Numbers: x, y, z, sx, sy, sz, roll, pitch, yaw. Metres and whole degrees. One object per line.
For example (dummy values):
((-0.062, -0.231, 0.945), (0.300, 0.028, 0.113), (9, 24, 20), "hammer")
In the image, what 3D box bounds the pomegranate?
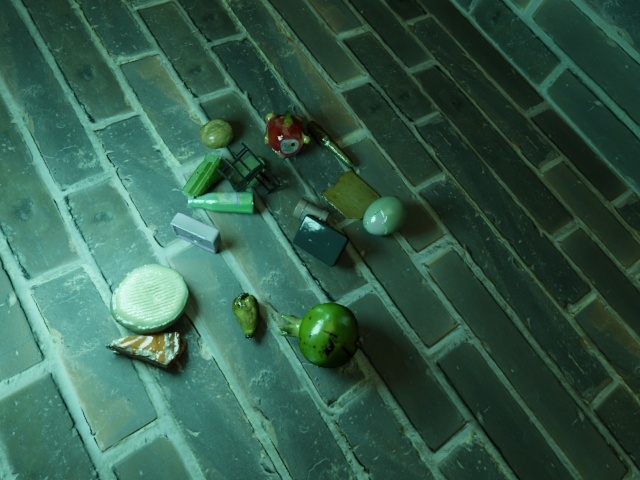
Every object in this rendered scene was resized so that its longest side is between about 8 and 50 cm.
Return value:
((-0.001, 0.369, 1.625), (0.341, 0.260, 0.260), (7, 64, 6), "pomegranate")

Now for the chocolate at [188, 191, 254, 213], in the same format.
((-0.446, -0.174, 1.849), (0.292, 0.110, 0.110), (1, 66, -8), "chocolate")

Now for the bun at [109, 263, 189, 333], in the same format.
((-0.658, 0.233, 1.595), (0.288, 0.146, 0.287), (6, 63, -12), "bun")

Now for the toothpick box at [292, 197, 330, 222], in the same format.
((-0.043, -0.123, 1.907), (0.149, 0.098, 0.098), (27, 64, 1), "toothpick box")

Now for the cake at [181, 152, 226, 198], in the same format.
((-0.534, -0.298, 1.845), (0.100, 0.099, 0.235), (19, 49, 22), "cake")

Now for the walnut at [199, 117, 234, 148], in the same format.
((-0.498, -0.514, 1.965), (0.167, 0.149, 0.166), (3, 39, -3), "walnut")

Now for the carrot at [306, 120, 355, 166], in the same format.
((0.054, -0.495, 2.113), (0.070, 0.070, 0.342), (-40, 80, -24), "carrot")

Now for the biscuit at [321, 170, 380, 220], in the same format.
((0.157, -0.220, 2.039), (0.237, 0.013, 0.232), (43, 65, 9), "biscuit")

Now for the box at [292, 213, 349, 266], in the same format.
((0.000, 0.000, 1.828), (0.230, 0.050, 0.160), (31, 105, 15), "box")

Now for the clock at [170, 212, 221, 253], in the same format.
((-0.526, -0.029, 1.737), (0.197, 0.150, 0.063), (24, 67, 0), "clock")

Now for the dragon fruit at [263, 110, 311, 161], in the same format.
((-0.171, -0.520, 2.004), (0.224, 0.224, 0.227), (-4, 56, -13), "dragon fruit")

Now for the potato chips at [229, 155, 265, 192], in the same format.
((-0.360, -0.323, 1.951), (0.228, 0.059, 0.167), (-34, 84, -32), "potato chips")

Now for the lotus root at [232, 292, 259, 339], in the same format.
((-0.300, 0.311, 1.669), (0.108, 0.094, 0.190), (-15, 78, 7), "lotus root")

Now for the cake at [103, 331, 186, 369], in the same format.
((-0.660, 0.419, 1.537), (0.288, 0.098, 0.135), (2, 66, -12), "cake")

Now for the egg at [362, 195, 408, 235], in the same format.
((0.299, -0.110, 1.930), (0.217, 0.183, 0.183), (-26, 73, -6), "egg")

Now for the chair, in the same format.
((-0.319, -0.290, 1.843), (0.260, 0.155, 0.141), (46, 62, -17), "chair")
